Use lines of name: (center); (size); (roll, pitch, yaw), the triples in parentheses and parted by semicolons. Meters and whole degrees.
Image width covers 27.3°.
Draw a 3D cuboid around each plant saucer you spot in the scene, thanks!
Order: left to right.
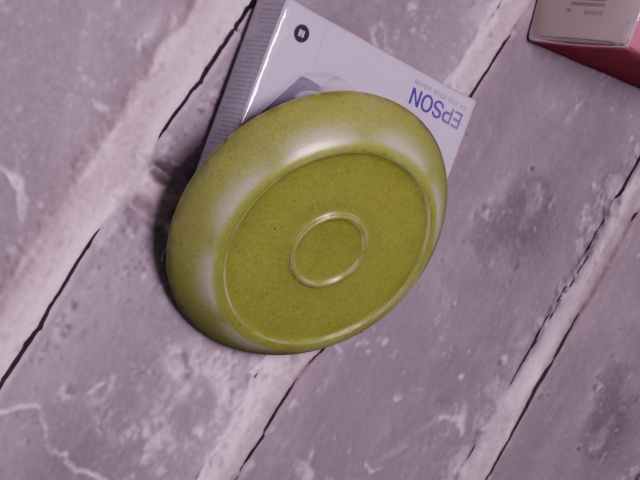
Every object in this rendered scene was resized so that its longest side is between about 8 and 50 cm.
plant saucer: (0.000, 0.000, 1.019); (0.240, 0.037, 0.241); (-14, 128, -19)

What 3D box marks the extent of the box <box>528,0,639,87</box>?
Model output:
box: (0.327, -0.217, 1.207); (0.232, 0.126, 0.149); (14, 92, -37)

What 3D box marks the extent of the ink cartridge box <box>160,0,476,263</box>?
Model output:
ink cartridge box: (0.005, -0.052, 1.061); (0.223, 0.045, 0.224); (21, 88, -38)
